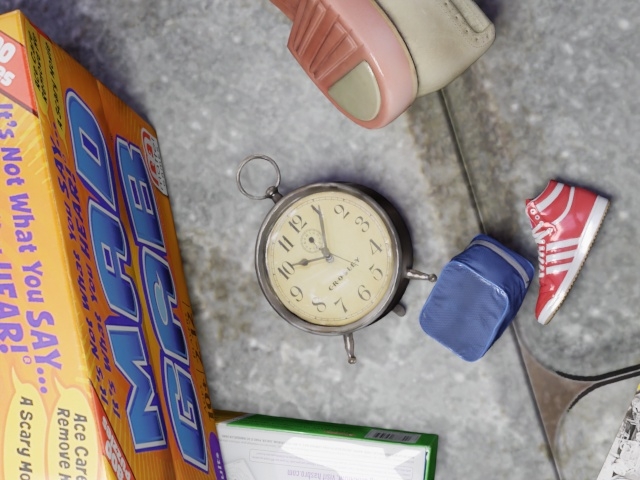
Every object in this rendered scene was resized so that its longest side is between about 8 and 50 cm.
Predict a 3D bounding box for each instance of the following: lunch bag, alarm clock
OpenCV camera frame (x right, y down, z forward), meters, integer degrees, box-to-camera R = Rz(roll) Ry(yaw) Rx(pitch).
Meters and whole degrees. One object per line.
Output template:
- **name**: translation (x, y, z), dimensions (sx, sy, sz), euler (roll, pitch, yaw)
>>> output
- **lunch bag**: translation (0.132, 0.049, 1.654), dimensions (0.067, 0.065, 0.098), euler (36, 130, 12)
- **alarm clock**: translation (0.000, 0.000, 1.683), dimensions (0.192, 0.064, 0.129), euler (46, 105, 6)

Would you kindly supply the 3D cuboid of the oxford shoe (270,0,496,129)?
- **oxford shoe**: translation (-0.007, -0.280, 1.653), dimensions (0.146, 0.140, 0.397), euler (-29, 80, -23)

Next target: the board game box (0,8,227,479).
- **board game box**: translation (-0.309, 0.079, 1.554), dimensions (0.356, 0.356, 0.356), euler (-15, 76, 9)

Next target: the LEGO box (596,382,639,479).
- **LEGO box**: translation (0.479, 0.188, 1.450), dimensions (0.500, 0.193, 0.372), euler (27, 123, 15)

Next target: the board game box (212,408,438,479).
- **board game box**: translation (-0.032, 0.314, 1.712), dimensions (0.242, 0.064, 0.317), euler (6, 95, 10)

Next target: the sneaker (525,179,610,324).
- **sneaker**: translation (0.190, 0.007, 1.659), dimensions (0.067, 0.042, 0.118), euler (25, 91, 4)
